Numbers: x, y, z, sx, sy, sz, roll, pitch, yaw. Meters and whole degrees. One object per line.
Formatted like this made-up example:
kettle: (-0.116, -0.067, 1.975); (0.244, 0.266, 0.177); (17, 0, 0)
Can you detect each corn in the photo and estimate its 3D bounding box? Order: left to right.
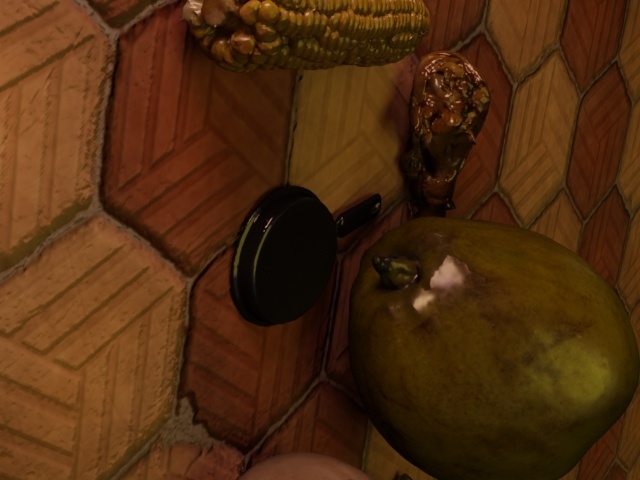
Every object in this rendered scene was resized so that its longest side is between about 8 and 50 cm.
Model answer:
corn: (0.005, -0.186, 0.860); (0.291, 0.101, 0.101); (-11, 112, -56)

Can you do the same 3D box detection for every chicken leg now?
chicken leg: (0.128, -0.097, 1.089); (0.101, 0.085, 0.207); (-85, 180, -62)

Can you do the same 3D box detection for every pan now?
pan: (0.000, 0.000, 0.989); (0.235, 0.028, 0.136); (-30, 128, -47)

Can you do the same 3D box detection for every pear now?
pear: (0.163, 0.108, 1.073); (0.375, 0.287, 0.287); (39, 70, -37)

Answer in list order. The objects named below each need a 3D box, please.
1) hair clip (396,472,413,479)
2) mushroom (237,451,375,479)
hair clip: (0.127, 0.366, 1.319); (0.072, 0.046, 0.173); (-48, 139, -19)
mushroom: (-0.013, 0.362, 0.936); (0.290, 0.292, 0.292); (-40, 137, -16)
